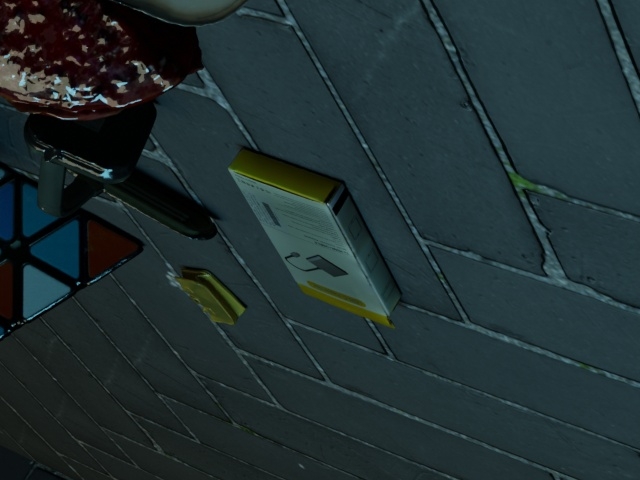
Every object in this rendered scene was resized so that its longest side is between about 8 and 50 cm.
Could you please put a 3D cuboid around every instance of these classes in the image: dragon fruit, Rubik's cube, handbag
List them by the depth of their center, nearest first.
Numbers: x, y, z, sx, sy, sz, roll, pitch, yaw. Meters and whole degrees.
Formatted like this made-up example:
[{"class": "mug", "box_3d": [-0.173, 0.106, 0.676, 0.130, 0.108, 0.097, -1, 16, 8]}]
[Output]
[{"class": "dragon fruit", "box_3d": [-0.243, -0.209, 1.493, 0.317, 0.152, 0.205, 42, -158, -5]}, {"class": "handbag", "box_3d": [-0.136, 0.067, 2.288, 0.083, 0.027, 0.061, 48, 157, -29]}, {"class": "Rubik's cube", "box_3d": [-0.371, -0.033, 2.344, 0.250, 0.284, 0.234, -25, 101, 38]}]

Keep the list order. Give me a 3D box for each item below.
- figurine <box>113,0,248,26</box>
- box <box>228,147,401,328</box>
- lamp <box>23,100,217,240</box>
[{"class": "figurine", "box_3d": [-0.125, -0.274, 1.398, 0.250, 0.167, 0.141, 59, -164, -3]}, {"class": "box", "box_3d": [0.000, 0.000, 1.915, 0.129, 0.033, 0.247, 20, 157, 29]}, {"class": "lamp", "box_3d": [-0.205, -0.062, 1.959, 0.203, 0.124, 0.283, 22, 162, 1]}]
